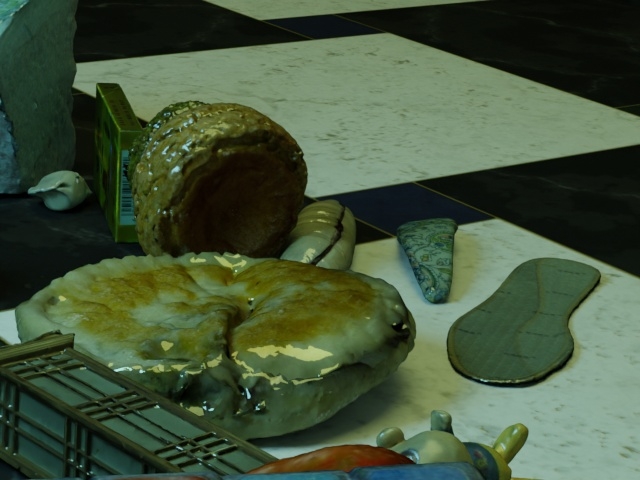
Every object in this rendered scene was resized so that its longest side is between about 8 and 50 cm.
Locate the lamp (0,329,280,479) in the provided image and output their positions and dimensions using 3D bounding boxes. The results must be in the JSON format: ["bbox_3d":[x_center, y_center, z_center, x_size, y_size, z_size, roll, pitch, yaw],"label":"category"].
[{"bbox_3d":[-0.122,0.159,1.253,0.090,0.089,0.325,-14,27,-42],"label":"lamp"}]

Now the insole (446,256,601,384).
[{"bbox_3d":[0.198,0.071,1.698,0.119,0.009,0.348,10,20,18],"label":"insole"}]

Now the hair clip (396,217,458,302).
[{"bbox_3d":[0.112,0.008,1.821,0.066,0.036,0.229,-2,19,2],"label":"hair clip"}]

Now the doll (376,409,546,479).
[{"bbox_3d":[0.091,0.172,1.278,0.179,0.102,0.089,-13,-18,-32],"label":"doll"}]

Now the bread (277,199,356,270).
[{"bbox_3d":[0.000,0.000,1.796,0.073,0.053,0.214,10,19,6],"label":"bread"}]

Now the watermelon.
[{"bbox_3d":[-0.380,-0.145,1.959,0.387,0.258,0.228,-34,27,21],"label":"watermelon"}]

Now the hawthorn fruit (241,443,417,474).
[{"bbox_3d":[-0.028,0.218,0.966,0.243,0.207,0.207,-10,20,-2],"label":"hawthorn fruit"}]

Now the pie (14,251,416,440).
[{"bbox_3d":[-0.087,0.081,1.513,0.339,0.077,0.339,0,20,0],"label":"pie"}]

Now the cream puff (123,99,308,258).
[{"bbox_3d":[-0.124,-0.061,1.732,0.183,0.183,0.169,-9,32,-34],"label":"cream puff"}]

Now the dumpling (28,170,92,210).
[{"bbox_3d":[-0.284,-0.053,1.909,0.059,0.043,0.077,-12,15,26],"label":"dumpling"}]

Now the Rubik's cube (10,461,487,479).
[{"bbox_3d":[-0.049,0.269,0.641,0.292,0.293,0.287,2,19,-13],"label":"Rubik's cube"}]

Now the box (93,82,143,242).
[{"bbox_3d":[-0.216,-0.086,1.891,0.030,0.121,0.193,-1,19,-15],"label":"box"}]
